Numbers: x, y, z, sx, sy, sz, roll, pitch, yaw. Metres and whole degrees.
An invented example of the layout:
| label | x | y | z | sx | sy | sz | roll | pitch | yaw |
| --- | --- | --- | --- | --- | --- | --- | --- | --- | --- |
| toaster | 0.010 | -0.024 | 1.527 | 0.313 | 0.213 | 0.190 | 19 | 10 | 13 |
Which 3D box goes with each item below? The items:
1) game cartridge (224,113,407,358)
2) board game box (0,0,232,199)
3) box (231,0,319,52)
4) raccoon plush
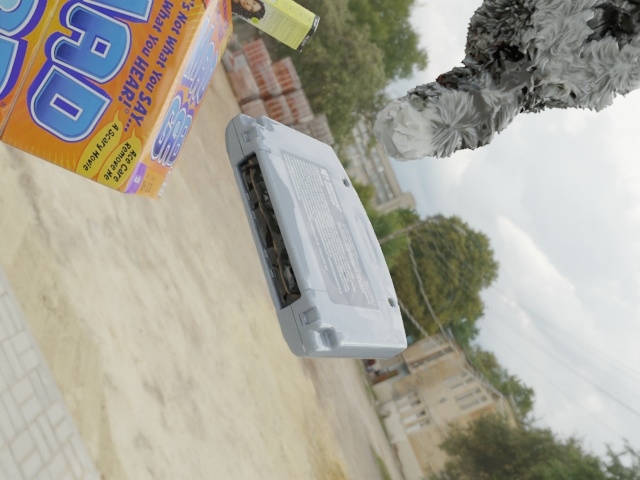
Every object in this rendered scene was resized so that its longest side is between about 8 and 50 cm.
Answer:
| label | x | y | z | sx | sy | sz | roll | pitch | yaw |
| --- | --- | --- | --- | --- | --- | --- | --- | --- | --- |
| game cartridge | 0.000 | 0.000 | 0.778 | 0.198 | 0.062 | 0.297 | 20 | 46 | -55 |
| board game box | -0.373 | -0.298 | 1.035 | 0.356 | 0.357 | 0.356 | 24 | -1 | -7 |
| box | -0.124 | -0.557 | 1.589 | 0.087 | 0.232 | 0.058 | -43 | -153 | 52 |
| raccoon plush | 0.222 | -0.286 | 0.888 | 0.299 | 0.446 | 0.216 | -132 | -154 | -62 |
